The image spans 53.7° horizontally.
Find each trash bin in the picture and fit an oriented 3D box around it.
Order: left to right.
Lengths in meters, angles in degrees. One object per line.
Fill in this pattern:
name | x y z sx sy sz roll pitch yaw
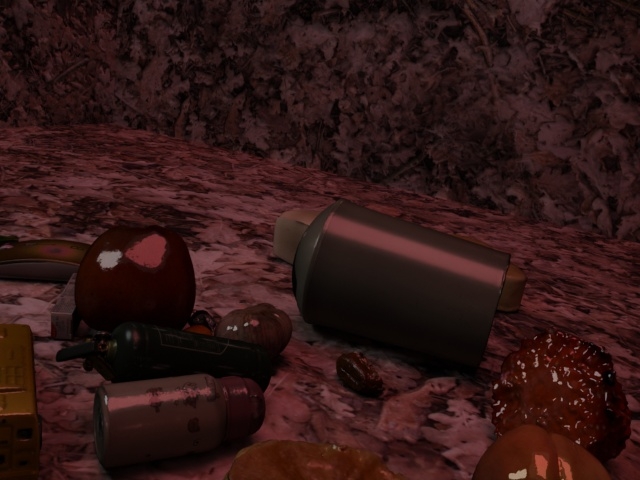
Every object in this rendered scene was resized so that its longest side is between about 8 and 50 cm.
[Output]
trash bin | 0.154 0.085 1.330 0.432 0.280 0.280 16 18 14

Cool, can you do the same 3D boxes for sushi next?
sushi | 0.070 0.240 1.149 0.060 0.061 0.118 5 34 -41

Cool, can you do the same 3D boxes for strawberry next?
strawberry | 0.406 0.261 1.008 0.178 0.234 0.234 23 7 -32

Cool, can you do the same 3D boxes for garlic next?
garlic | -0.125 0.177 1.178 0.147 0.102 0.159 -5 5 1

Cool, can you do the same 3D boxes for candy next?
candy | -0.235 0.158 1.244 0.045 0.043 0.175 45 -13 -11

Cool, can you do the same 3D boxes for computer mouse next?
computer mouse | -0.611 0.043 1.437 0.310 0.072 0.158 4 15 -12

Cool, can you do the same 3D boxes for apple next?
apple | -0.345 0.082 1.181 0.234 0.234 0.234 8 16 -2

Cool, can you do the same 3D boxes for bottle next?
bottle | -0.192 0.245 0.889 0.233 0.110 0.110 -1 19 -29

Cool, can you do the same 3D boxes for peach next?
peach | 0.272 0.319 0.774 0.184 0.184 0.184 8 16 -2

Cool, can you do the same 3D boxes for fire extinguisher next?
fire extinguisher | -0.230 0.185 0.967 0.311 0.095 0.114 19 -34 -39

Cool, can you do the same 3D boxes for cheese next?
cheese | 0.345 0.071 1.763 0.384 0.104 0.384 8 17 -2

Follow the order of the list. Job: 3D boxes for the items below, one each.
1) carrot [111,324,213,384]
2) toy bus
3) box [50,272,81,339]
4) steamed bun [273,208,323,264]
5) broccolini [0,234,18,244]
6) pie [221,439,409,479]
carrot | -0.257 0.203 1.079 0.067 0.067 0.225 15 20 22
toy bus | -0.454 0.203 0.874 0.121 0.123 0.335 0 18 -26
box | -0.488 0.125 1.244 0.039 0.055 0.218 4 17 -12
steamed bun | 0.000 0.000 1.751 0.241 0.146 0.164 20 24 33
broccolini | -0.802 -0.002 1.506 0.058 0.074 0.201 -1 6 34
pie | 0.009 0.342 0.702 0.339 0.083 0.339 10 20 -3
